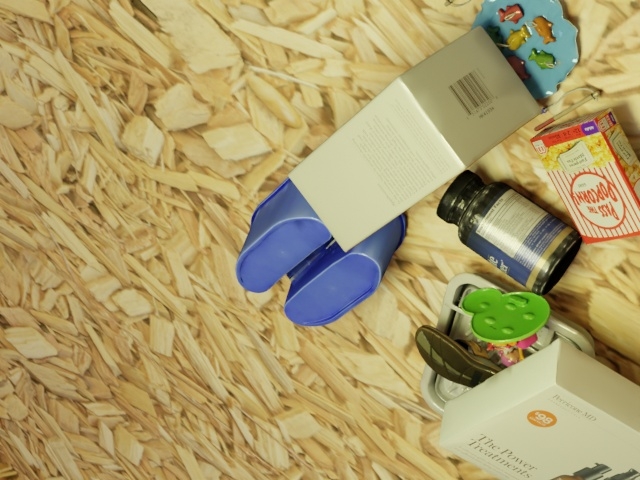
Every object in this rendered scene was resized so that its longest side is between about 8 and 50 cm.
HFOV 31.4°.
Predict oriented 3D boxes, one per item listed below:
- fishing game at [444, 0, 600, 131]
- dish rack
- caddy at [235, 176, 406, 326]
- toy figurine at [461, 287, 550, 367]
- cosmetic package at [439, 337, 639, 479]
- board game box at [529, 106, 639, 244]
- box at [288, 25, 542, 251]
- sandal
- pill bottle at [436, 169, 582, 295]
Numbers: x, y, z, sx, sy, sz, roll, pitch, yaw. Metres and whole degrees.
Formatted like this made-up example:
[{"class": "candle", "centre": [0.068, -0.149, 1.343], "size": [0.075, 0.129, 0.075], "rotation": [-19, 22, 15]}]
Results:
[{"class": "fishing game", "centre": [0.306, -0.298, 1.733], "size": [0.189, 0.041, 0.264], "rotation": [-30, 94, 48]}, {"class": "dish rack", "centre": [0.331, 0.220, 1.995], "size": [0.285, 0.072, 0.333], "rotation": [30, 130, 23]}, {"class": "caddy", "centre": [0.000, 0.000, 2.074], "size": [0.241, 0.179, 0.341], "rotation": [37, 137, -13]}, {"class": "toy figurine", "centre": [0.314, 0.178, 1.869], "size": [0.173, 0.130, 0.159], "rotation": [29, 145, 54]}, {"class": "cosmetic package", "centre": [0.427, 0.330, 1.841], "size": [0.377, 0.097, 0.284], "rotation": [30, 136, -18]}, {"class": "board game box", "centre": [0.421, -0.093, 1.722], "size": [0.193, 0.045, 0.147], "rotation": [60, 151, -8]}, {"class": "box", "centre": [0.142, -0.154, 1.804], "size": [0.168, 0.215, 0.345], "rotation": [54, 144, 0]}, {"class": "sandal", "centre": [0.263, 0.208, 1.960], "size": [0.219, 0.060, 0.090], "rotation": [26, 137, 8]}, {"class": "pill bottle", "centre": [0.302, -0.018, 1.842], "size": [0.219, 0.123, 0.123], "rotation": [36, 133, 19]}]
